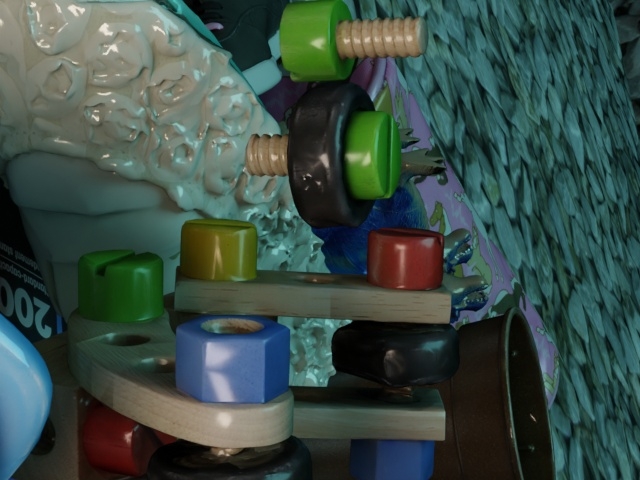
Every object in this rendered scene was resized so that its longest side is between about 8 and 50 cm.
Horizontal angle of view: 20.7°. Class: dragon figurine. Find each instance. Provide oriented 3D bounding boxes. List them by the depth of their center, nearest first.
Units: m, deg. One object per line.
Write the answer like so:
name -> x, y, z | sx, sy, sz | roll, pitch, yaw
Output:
dragon figurine -> 0.000, 0.000, 1.193 | 0.085, 0.289, 0.144 | 45, -47, 51

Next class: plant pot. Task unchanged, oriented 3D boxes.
plant pot -> 0.074, 0.142, 1.270 | 0.167, 0.165, 0.167 | -9, 90, -76

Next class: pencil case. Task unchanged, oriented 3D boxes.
pencil case -> 0.062, 0.013, 1.394 | 0.167, 0.160, 0.386 | -51, 131, -21

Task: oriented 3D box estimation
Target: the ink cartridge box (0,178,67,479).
ink cartridge box -> -0.149, 0.042, 0.961 | 0.206, 0.045, 0.208 | 41, 37, -58

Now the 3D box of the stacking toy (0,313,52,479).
stacking toy -> -0.182, 0.117, 0.418 | 0.166, 0.175, 0.302 | 40, 24, -19

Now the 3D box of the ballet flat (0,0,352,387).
ballet flat -> -0.072, 0.011, 0.901 | 0.409, 0.147, 0.147 | 58, 21, -57

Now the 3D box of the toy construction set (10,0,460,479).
toy construction set -> -0.074, 0.091, 0.754 | 0.257, 0.237, 0.309 | -63, 147, -50

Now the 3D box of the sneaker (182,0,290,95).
sneaker -> -0.094, -0.167, 1.227 | 0.147, 0.104, 0.296 | 63, 17, -16
